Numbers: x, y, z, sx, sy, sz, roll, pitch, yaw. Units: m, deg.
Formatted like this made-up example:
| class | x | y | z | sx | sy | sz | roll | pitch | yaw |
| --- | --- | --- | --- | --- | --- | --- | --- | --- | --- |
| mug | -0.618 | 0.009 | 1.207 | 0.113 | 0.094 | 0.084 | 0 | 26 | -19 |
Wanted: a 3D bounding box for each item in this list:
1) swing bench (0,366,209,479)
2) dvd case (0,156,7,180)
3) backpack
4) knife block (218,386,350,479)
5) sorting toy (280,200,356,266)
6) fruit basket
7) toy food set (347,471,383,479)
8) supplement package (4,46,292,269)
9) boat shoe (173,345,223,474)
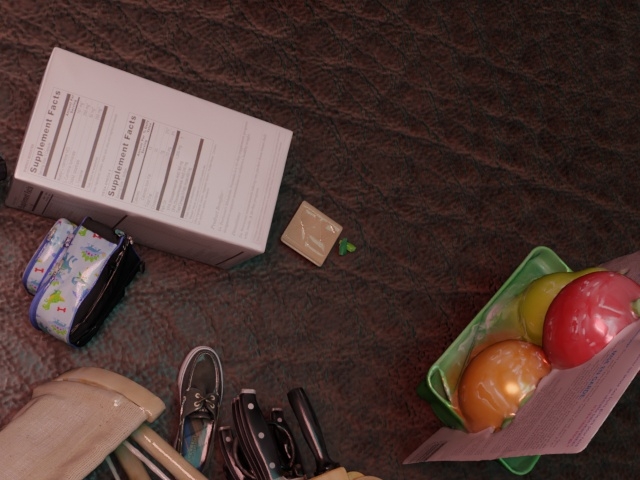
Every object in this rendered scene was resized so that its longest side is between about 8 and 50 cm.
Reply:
| class | x | y | z | sx | sy | sz | roll | pitch | yaw |
| --- | --- | --- | --- | --- | --- | --- | --- | --- | --- |
| swing bench | -0.217 | 0.269 | 0.760 | 0.255 | 0.165 | 0.253 | 53 | 45 | -6 |
| dvd case | -0.427 | -0.067 | 0.769 | 0.253 | 0.180 | 0.022 | -21 | 133 | -36 |
| backpack | -0.238 | 0.041 | 0.875 | 0.084 | 0.105 | 0.114 | 24 | 72 | 6 |
| knife block | -0.007 | 0.276 | 0.857 | 0.088 | 0.275 | 0.242 | -16 | 116 | -25 |
| sorting toy | 0.000 | 0.000 | 1.034 | 0.083 | 0.012 | 0.062 | 35 | 63 | -10 |
| fruit basket | 0.264 | 0.121 | 0.937 | 0.165 | 0.353 | 0.327 | 49 | 65 | -7 |
| toy food set | 0.049 | 0.302 | 0.990 | 0.083 | 0.020 | 0.083 | 21 | 72 | -19 |
| supplement package | -0.174 | -0.073 | 0.903 | 0.244 | 0.139 | 0.134 | 18 | 74 | -20 |
| boat shoe | -0.124 | 0.180 | 0.928 | 0.049 | 0.040 | 0.142 | 11 | 75 | -21 |
